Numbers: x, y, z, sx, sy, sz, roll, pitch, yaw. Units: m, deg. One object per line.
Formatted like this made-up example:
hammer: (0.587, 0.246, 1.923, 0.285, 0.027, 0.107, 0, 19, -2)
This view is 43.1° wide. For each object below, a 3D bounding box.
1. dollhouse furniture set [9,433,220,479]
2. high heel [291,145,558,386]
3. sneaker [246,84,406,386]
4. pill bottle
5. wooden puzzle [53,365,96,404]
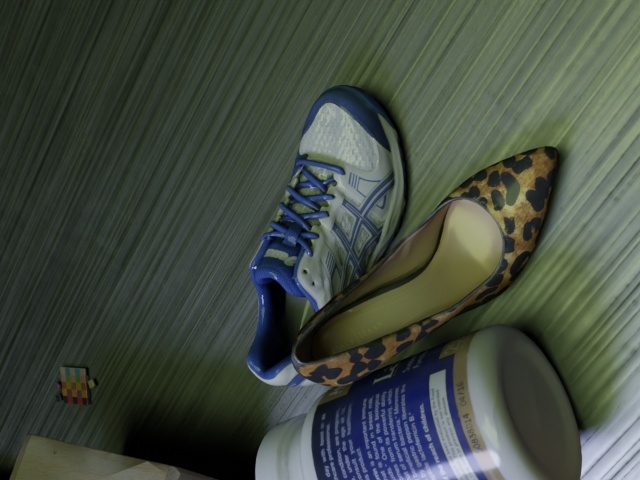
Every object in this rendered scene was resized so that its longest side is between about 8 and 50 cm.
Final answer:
dollhouse furniture set: (-0.240, 0.432, 0.849, 0.257, 0.362, 0.393, 0, 65, 35)
high heel: (0.088, 0.024, 0.675, 0.093, 0.186, 0.261, 48, 118, 20)
sneaker: (0.000, 0.000, 0.767, 0.112, 0.131, 0.296, 9, 99, 34)
pill bottle: (0.078, 0.186, 0.719, 0.265, 0.153, 0.153, -28, 80, 32)
wooden puzzle: (-0.326, 0.193, 1.075, 0.083, 0.006, 0.049, -2, 94, 34)
